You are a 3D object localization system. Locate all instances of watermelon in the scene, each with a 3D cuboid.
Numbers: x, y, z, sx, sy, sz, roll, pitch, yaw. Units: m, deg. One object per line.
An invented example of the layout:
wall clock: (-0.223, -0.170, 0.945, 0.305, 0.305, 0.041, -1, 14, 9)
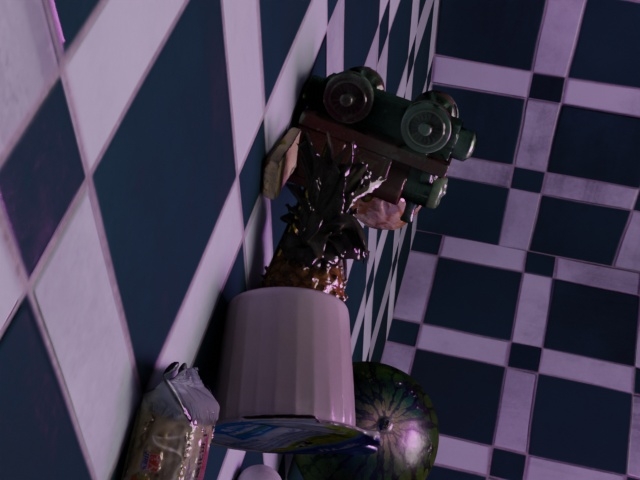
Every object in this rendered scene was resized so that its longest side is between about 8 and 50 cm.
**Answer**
watermelon: (0.099, 0.431, 2.322, 0.363, 0.363, 0.363, 11, 90, -81)

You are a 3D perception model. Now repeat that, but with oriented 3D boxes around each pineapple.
pineapple: (0.002, 0.002, 1.640, 0.165, 0.165, 0.364, -56, 165, -66)

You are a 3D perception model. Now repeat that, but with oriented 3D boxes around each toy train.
toy train: (0.099, -0.161, 1.753, 0.150, 0.304, 0.221, -48, 158, -71)

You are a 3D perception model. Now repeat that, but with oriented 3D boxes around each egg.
egg: (0.147, -0.118, 2.388, 0.233, 0.195, 0.195, 109, -4, -69)

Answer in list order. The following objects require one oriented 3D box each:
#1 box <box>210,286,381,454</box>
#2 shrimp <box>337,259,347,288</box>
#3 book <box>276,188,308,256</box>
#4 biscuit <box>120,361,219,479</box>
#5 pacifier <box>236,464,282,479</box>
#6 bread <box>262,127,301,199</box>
box: (-0.028, 0.191, 1.507, 0.262, 0.291, 0.206, -23, -121, 49)
shrimp: (0.005, 0.181, 2.299, 0.164, 0.062, 0.317, 64, 42, -81)
book: (-0.043, 0.051, 1.961, 0.374, 0.028, 0.262, -67, 164, -49)
biscuit: (-0.190, 0.296, 1.224, 0.186, 0.079, 0.309, 63, 41, -78)
pacifier: (-0.077, 0.502, 1.848, 0.244, 0.299, 0.233, -42, 109, -33)
bread: (-0.060, -0.123, 1.647, 0.153, 0.028, 0.068, -63, 163, -60)
